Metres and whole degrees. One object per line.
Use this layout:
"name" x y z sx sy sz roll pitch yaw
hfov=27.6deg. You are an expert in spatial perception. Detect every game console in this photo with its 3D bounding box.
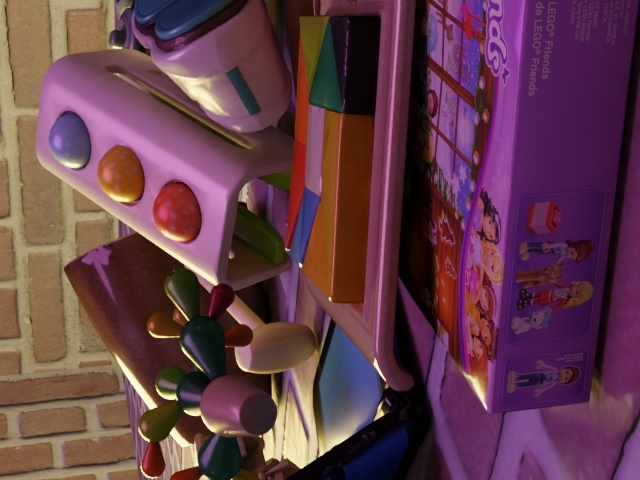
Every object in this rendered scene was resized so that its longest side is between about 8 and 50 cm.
"game console" -0.029 0.167 1.014 0.173 0.250 0.293 48 151 23

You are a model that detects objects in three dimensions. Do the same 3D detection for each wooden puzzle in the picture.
"wooden puzzle" 0.012 -0.050 0.771 0.221 0.044 0.239 -139 47 -76

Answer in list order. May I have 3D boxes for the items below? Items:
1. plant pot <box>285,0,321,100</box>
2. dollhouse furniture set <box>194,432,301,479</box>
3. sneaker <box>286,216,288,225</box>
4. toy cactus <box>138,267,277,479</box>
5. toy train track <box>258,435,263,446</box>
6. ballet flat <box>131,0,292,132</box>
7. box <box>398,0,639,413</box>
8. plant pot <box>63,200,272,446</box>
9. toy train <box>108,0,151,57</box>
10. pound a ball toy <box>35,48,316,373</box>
"plant pot" -0.004 -0.198 1.002 0.236 0.032 0.236 175 90 -84
"dollhouse furniture set" -0.068 0.287 1.189 0.161 0.101 0.182 48 -158 -50
"sneaker" 0.000 0.000 0.959 0.067 0.042 0.118 -34 21 39
"toy cactus" -0.082 0.134 1.081 0.180 0.112 0.219 4 91 61
"toy train track" -0.082 0.214 1.571 0.048 0.014 0.083 106 156 -56
"ballet flat" -0.097 -0.190 1.216 0.400 0.139 0.139 -111 20 -67
"box" 0.085 -0.091 0.652 0.201 0.057 0.293 -120 29 -62
"plant pot" -0.142 0.102 1.445 0.215 0.215 0.230 146 104 -75
"toy train" -0.168 -0.330 1.516 0.190 0.142 0.334 127 140 -53
"pound a ball toy" -0.141 -0.025 1.234 0.319 0.135 0.208 33 124 34
